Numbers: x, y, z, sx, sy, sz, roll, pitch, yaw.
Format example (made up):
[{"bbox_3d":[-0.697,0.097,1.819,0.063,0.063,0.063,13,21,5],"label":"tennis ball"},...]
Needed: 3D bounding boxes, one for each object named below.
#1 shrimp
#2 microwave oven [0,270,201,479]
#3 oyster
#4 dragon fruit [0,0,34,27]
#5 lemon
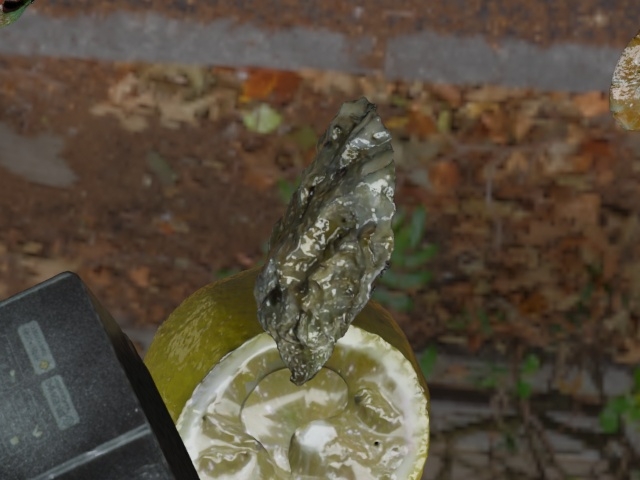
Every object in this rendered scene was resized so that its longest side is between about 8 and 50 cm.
[{"bbox_3d":[0.395,-0.224,1.702,0.115,0.217,0.051,5,-157,-42],"label":"shrimp"},{"bbox_3d":[-0.125,0.291,0.803,0.236,0.432,0.374,-25,164,-6],"label":"microwave oven"},{"bbox_3d":[-0.002,-0.008,1.148,0.072,0.133,0.209,4,123,-32],"label":"oyster"},{"bbox_3d":[-0.354,-0.378,1.686,0.130,0.295,0.268,24,139,-25],"label":"dragon fruit"},{"bbox_3d":[-0.057,0.190,1.759,0.364,0.364,0.364,5,153,2],"label":"lemon"}]
